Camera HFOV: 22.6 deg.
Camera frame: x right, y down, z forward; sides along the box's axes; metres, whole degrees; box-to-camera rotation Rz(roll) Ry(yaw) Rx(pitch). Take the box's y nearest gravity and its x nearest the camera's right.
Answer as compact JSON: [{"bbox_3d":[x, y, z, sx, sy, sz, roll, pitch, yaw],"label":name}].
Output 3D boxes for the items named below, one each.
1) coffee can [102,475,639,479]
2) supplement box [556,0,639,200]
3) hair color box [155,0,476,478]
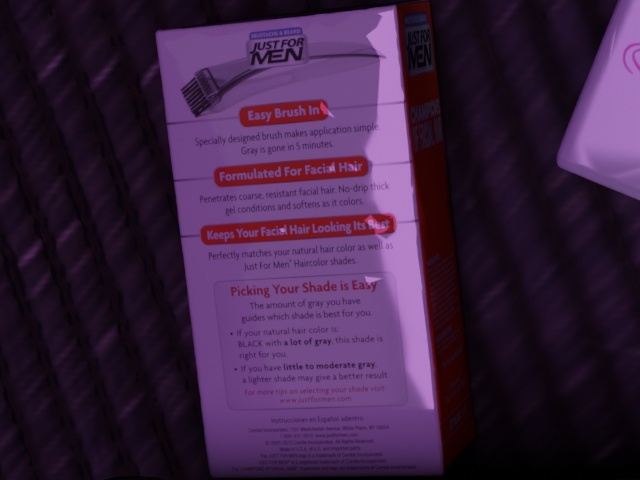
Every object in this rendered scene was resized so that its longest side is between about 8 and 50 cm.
[{"bbox_3d":[0.058,0.177,0.521,0.275,0.201,0.202,-3,98,18],"label":"coffee can"},{"bbox_3d":[0.168,-0.108,0.487,0.111,0.114,0.220,24,104,12],"label":"supplement box"},{"bbox_3d":[0.000,0.000,0.589,0.093,0.053,0.167,-3,99,19],"label":"hair color box"}]
